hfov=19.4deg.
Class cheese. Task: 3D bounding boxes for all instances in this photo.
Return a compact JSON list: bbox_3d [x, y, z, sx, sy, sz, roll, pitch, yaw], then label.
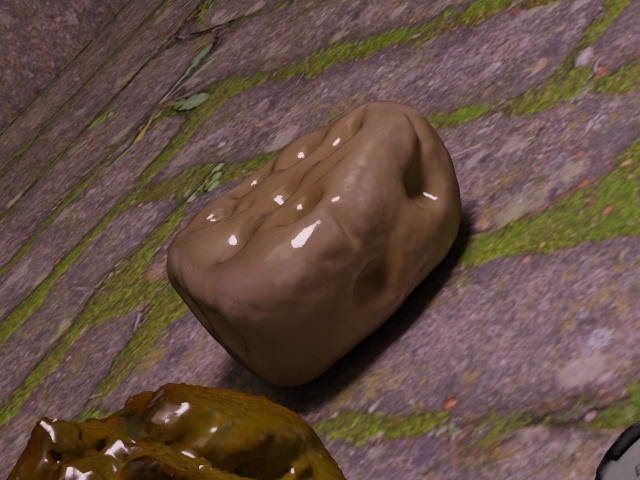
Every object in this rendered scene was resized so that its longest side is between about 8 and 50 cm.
[{"bbox_3d":[0.000,0.000,1.310,0.218,0.117,0.235,-34,19,13],"label":"cheese"}]

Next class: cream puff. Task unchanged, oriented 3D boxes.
[{"bbox_3d":[-0.095,0.185,1.021,0.244,0.196,0.244,-36,40,37],"label":"cream puff"}]

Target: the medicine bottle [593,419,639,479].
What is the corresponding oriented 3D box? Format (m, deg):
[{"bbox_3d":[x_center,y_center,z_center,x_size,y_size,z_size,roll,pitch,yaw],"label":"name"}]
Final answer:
[{"bbox_3d":[0.167,0.148,0.666,0.135,0.135,0.168,-34,20,18],"label":"medicine bottle"}]
